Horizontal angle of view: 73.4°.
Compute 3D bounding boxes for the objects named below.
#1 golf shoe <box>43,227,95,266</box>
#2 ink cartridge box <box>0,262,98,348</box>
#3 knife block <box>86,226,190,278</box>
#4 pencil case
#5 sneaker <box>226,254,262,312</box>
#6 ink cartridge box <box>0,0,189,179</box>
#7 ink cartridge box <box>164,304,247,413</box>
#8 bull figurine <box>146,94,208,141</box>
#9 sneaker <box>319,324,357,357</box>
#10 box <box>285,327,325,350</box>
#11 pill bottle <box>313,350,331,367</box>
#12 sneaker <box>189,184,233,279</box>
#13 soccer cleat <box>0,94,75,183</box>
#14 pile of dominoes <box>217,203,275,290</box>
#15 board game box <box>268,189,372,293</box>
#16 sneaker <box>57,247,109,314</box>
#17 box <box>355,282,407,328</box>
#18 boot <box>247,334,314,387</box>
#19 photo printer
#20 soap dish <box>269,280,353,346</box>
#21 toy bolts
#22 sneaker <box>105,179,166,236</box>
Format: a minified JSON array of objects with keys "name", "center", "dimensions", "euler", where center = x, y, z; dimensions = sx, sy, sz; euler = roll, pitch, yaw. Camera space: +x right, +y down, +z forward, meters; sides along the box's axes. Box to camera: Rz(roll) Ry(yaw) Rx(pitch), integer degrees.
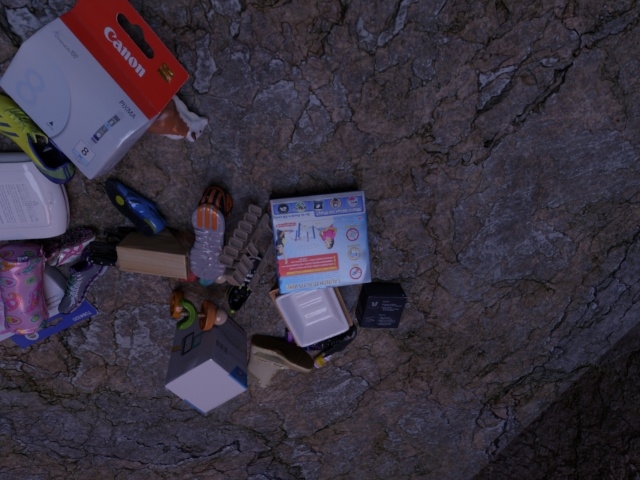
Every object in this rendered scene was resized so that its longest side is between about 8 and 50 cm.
[{"name":"golf shoe","center":[-0.777,0.021,1.348],"dimensions":[0.186,0.068,0.086],"euler":[-25,147,6]},{"name":"ink cartridge box","center":[-0.980,0.211,1.414],"dimensions":[0.323,0.071,0.330],"euler":[-26,121,4]},{"name":"knife block","center":[-0.559,0.046,1.301],"dimensions":[0.242,0.275,0.088],"euler":[-19,128,-35]},{"name":"pencil case","center":[-0.886,0.142,1.285],"dimensions":[0.124,0.124,0.284],"euler":[7,116,-15]},{"name":"sneaker","center":[-0.259,0.158,1.502],"dimensions":[0.084,0.097,0.235],"euler":[19,116,-21]},{"name":"ink cartridge box","center":[-0.543,-0.379,1.024],"dimensions":[0.384,0.091,0.308],"euler":[-35,101,28]},{"name":"ink cartridge box","center":[-0.394,0.416,1.531],"dimensions":[0.197,0.270,0.198],"euler":[-31,121,10]},{"name":"bull figurine","center":[-0.460,-0.362,1.150],"dimensions":[0.310,0.101,0.189],"euler":[0,117,-12]},{"name":"sneaker","center":[0.072,0.406,1.730],"dimensions":[0.089,0.051,0.170],"euler":[14,120,-42]},{"name":"box","center":[-0.061,0.396,1.725],"dimensions":[0.161,0.029,0.116],"euler":[-4,122,-10]},{"name":"pill bottle","center":[0.011,0.490,1.787],"dimensions":[0.083,0.043,0.043],"euler":[-42,119,15]},{"name":"sneaker","center":[-0.326,-0.031,1.337],"dimensions":[0.124,0.180,0.321],"euler":[14,131,-7]},{"name":"soccer cleat","center":[-0.741,-0.274,1.100],"dimensions":[0.289,0.093,0.121],"euler":[49,147,-7]},{"name":"pile of dominoes","center":[-0.228,0.018,1.353],"dimensions":[0.040,0.251,0.196],"euler":[5,146,31]},{"name":"board game box","center":[0.000,0.000,1.400],"dimensions":[0.307,0.086,0.302],"euler":[-6,99,-7]},{"name":"sneaker","center":[-0.772,0.124,1.350],"dimensions":[0.224,0.083,0.098],"euler":[-57,148,-8]},{"name":"box","center":[0.231,0.251,1.656],"dimensions":[0.155,0.093,0.159],"euler":[4,121,-13]},{"name":"boot","center":[-0.168,0.504,1.703],"dimensions":[0.261,0.095,0.204],"euler":[19,118,2]},{"name":"photo printer","center":[-0.884,-0.123,1.207],"dimensions":[0.307,0.107,0.256],"euler":[-4,121,-9]},{"name":"soap dish","center":[-0.031,0.238,1.583],"dimensions":[0.228,0.118,0.291],"euler":[-21,122,2]},{"name":"toy bolts","center":[-0.408,0.183,1.475],"dimensions":[0.158,0.218,0.229],"euler":[8,87,-30]},{"name":"sneaker","center":[-0.561,-0.108,1.313],"dimensions":[0.069,0.082,0.209],"euler":[-30,107,40]}]
